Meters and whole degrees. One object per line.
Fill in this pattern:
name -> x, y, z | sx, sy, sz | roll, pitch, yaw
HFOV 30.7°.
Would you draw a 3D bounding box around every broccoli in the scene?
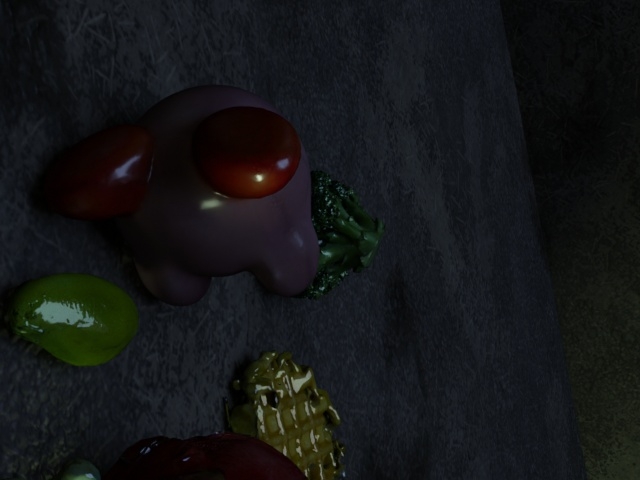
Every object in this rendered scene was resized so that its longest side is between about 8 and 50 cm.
broccoli -> 0.000, 0.000, 1.601 | 0.195, 0.156, 0.195 | 21, 90, -84

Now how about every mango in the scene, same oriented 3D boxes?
mango -> -0.241, 0.078, 1.152 | 0.165, 0.074, 0.091 | 14, 72, -63

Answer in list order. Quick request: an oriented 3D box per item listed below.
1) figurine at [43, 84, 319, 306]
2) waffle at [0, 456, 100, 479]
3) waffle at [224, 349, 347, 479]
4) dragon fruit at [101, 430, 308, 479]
figurine -> -0.120, -0.073, 1.270 | 0.261, 0.270, 0.211 | 61, 26, -54
waffle -> -0.259, 0.308, 0.867 | 0.309, 0.056, 0.291 | -26, 128, -23
waffle -> -0.040, 0.287, 1.527 | 0.280, 0.060, 0.262 | 57, 35, -41
dragon fruit -> -0.117, 0.331, 1.107 | 0.301, 0.296, 0.295 | -120, -163, -81
